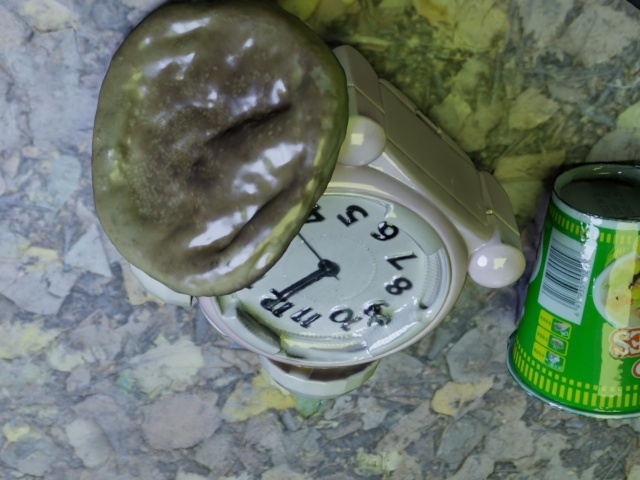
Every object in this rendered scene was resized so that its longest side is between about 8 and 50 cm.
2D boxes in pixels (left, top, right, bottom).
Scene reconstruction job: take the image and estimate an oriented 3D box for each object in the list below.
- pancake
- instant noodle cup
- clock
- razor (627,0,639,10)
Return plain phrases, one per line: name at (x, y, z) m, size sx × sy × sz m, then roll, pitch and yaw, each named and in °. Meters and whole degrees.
pancake at (-0.109, -0.092, 1.332) m, size 0.294 × 0.294 × 0.049 m, roll -43°, pitch 159°, yaw 20°
instant noodle cup at (0.312, 0.046, 1.561) m, size 0.207 × 0.207 × 0.233 m, roll -4°, pitch 119°, yaw -8°
clock at (0.000, 0.000, 1.468) m, size 0.325 × 0.184 × 0.342 m, roll -38°, pitch 119°, yaw 22°
razor at (0.378, -0.291, 1.366) m, size 0.326 × 0.107 × 0.189 m, roll 30°, pitch 117°, yaw -29°
